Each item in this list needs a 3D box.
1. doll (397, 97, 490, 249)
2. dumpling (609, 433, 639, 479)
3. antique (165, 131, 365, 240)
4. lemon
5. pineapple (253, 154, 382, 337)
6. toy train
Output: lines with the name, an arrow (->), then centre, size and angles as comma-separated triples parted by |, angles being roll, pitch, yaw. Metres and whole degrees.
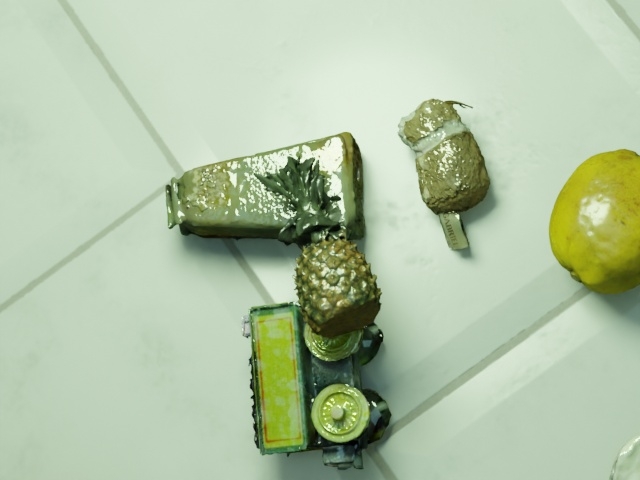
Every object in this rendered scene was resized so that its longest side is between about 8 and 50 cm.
doll -> 0.180, -0.098, 1.892 | 0.115, 0.105, 0.221 | -13, 76, 7
dumpling -> 0.562, 0.369, 1.702 | 0.260, 0.181, 0.341 | -41, 53, -8
antique -> -0.082, -0.065, 1.924 | 0.284, 0.125, 0.150 | -6, 78, 10
lemon -> 0.400, -0.028, 1.809 | 0.170, 0.170, 0.207 | 25, 79, 14
pineapple -> 0.000, 0.000, 1.779 | 0.125, 0.125, 0.251 | -23, 72, 6
toy train -> -0.004, 0.195, 1.861 | 0.177, 0.134, 0.261 | -10, 77, 17
